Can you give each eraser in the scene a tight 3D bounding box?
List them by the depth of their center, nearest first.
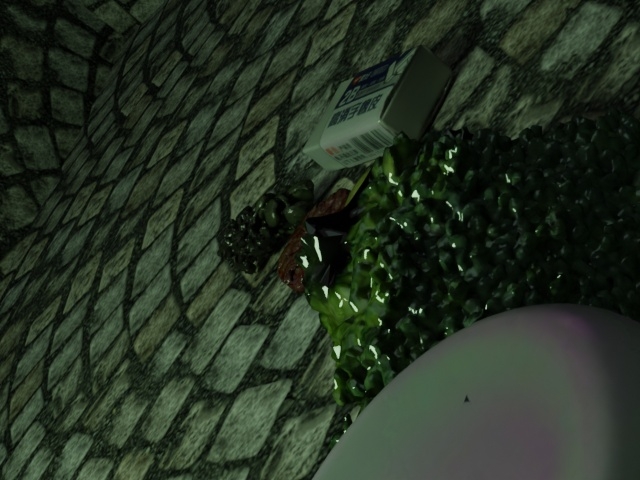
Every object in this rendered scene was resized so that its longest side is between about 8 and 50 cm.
[{"bbox_3d":[0.068,-0.162,1.744,0.210,0.068,0.124,-13,46,62],"label":"eraser"}]

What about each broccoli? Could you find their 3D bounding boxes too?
[{"bbox_3d":[0.137,0.079,0.929,0.277,0.338,0.317,-16,10,16],"label":"broccoli"}]

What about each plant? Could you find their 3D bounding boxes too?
[{"bbox_3d":[-0.072,-0.019,1.814,0.174,0.087,0.085,-37,61,31],"label":"plant"}]

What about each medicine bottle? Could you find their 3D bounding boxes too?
[{"bbox_3d":[0.155,0.208,0.606,0.256,0.325,0.256,-43,24,24],"label":"medicine bottle"}]

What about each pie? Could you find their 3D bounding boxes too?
[{"bbox_3d":[0.000,0.000,1.682,0.154,0.036,0.154,-46,21,24],"label":"pie"}]

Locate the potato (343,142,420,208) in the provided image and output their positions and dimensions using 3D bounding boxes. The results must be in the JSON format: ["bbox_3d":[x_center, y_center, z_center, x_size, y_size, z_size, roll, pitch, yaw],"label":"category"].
[{"bbox_3d":[0.114,-0.008,1.285,0.228,0.148,0.197,-21,25,53],"label":"potato"}]
